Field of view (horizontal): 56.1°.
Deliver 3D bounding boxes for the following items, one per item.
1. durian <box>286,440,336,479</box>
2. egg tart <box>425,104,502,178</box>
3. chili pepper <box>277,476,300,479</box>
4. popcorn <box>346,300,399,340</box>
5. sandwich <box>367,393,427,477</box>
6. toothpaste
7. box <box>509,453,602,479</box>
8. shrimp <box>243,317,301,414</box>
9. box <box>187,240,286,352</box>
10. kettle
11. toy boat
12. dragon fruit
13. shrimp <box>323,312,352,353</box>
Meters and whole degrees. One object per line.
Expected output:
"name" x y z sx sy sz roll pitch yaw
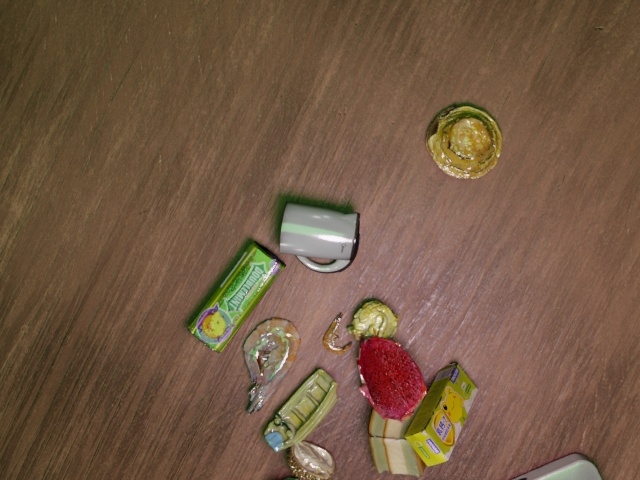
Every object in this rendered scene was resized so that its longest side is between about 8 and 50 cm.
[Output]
"durian" -0.045 0.681 1.847 0.188 0.148 0.091 47 121 24
"egg tart" 0.443 -0.304 1.833 0.241 0.106 0.241 0 85 3
"chili pepper" -0.058 0.898 1.826 0.213 0.167 0.385 -11 101 18
"popcorn" 0.168 0.253 1.839 0.141 0.162 0.136 23 54 -19
"sandwich" 0.248 0.569 1.817 0.155 0.227 0.198 0 126 23
"toothpaste" 0.354 0.492 1.730 0.077 0.327 0.110 -34 95 38
"box" 0.715 0.878 1.815 0.367 0.090 0.373 -24 89 4
"shrimp" -0.179 0.390 1.883 0.164 0.062 0.317 26 87 7
"box" -0.257 0.173 1.868 0.134 0.097 0.345 38 92 4
"kettle" 0.000 0.000 1.839 0.236 0.161 0.221 7 118 1
"toy boat" -0.051 0.527 1.846 0.276 0.084 0.111 -49 51 -4
"dragon fruit" 0.201 0.408 1.765 0.126 0.161 0.274 -7 53 -34
"shrimp" 0.061 0.293 1.885 0.091 0.025 0.127 17 95 3
